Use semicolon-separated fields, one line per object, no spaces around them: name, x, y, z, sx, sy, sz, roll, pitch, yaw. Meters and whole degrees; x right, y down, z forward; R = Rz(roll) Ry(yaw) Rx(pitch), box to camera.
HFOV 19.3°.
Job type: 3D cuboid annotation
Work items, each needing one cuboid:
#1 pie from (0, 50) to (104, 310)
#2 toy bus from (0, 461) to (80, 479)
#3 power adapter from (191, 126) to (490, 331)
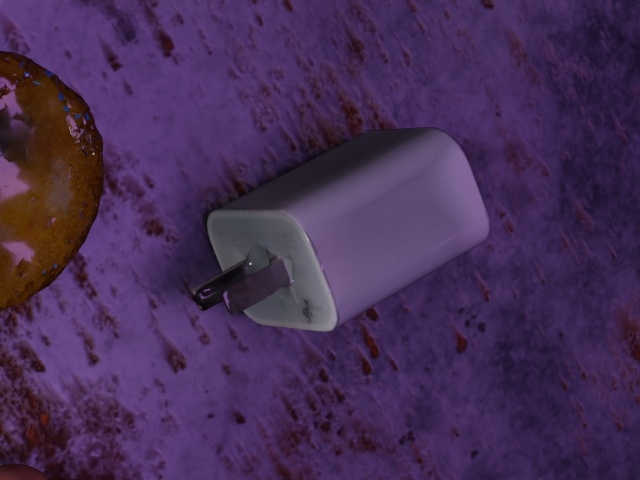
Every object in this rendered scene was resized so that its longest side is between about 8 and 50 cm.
pie;-0.310;-0.051;1.598;0.273;0.069;0.273;0;91;-33
toy bus;-0.275;0.310;1.563;0.288;0.194;0.232;-21;94;-29
power adapter;0.000;0.000;1.721;0.255;0.187;0.124;-28;104;-27
